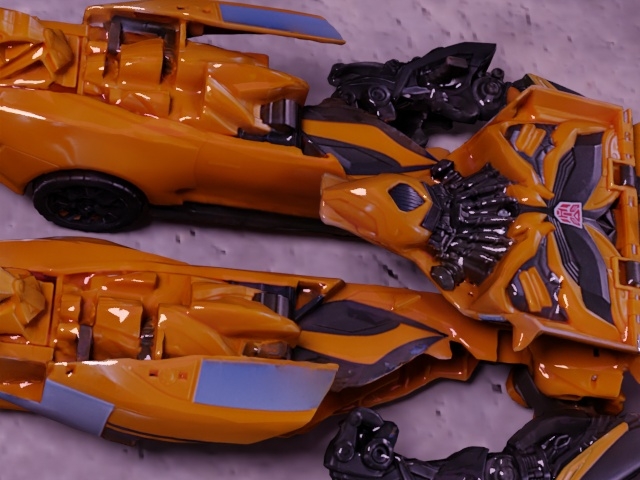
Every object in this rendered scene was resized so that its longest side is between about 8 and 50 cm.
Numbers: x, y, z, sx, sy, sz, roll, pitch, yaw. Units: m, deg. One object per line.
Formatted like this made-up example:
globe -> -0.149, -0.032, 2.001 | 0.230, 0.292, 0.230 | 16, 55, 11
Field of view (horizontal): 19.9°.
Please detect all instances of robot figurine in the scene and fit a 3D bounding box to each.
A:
robot figurine -> 0.000, 0.000, 0.672 | 0.291, 0.085, 0.211 | 6, 61, -9
